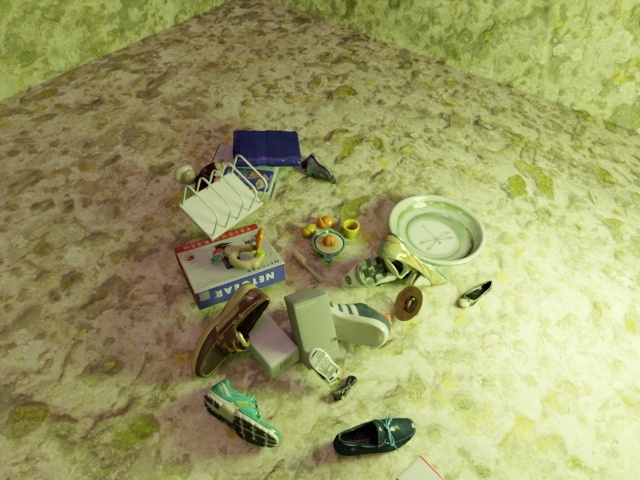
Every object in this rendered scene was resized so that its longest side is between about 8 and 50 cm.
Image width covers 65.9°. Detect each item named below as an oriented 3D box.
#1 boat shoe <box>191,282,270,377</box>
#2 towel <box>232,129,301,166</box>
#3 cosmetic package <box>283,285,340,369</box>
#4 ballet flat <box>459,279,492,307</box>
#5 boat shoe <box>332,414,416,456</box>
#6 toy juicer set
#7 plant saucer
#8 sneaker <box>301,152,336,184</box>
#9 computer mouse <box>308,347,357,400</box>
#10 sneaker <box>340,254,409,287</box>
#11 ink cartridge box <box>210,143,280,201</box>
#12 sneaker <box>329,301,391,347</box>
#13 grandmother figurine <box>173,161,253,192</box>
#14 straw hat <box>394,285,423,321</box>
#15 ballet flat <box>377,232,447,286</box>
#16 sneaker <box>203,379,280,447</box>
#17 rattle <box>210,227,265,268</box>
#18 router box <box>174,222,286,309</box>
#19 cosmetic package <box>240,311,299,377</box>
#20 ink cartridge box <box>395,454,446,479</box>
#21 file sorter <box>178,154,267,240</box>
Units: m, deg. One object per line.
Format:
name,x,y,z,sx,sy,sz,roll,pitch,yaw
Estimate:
boat shoe,-0.280,0.303,1.577,0.123,0.123,0.342,30,80,31
towel,-0.249,-0.416,2.275,0.308,0.076,0.228,-2,53,-8
cosmetic package,-0.026,0.281,1.613,0.127,0.238,0.107,-19,21,-18
ballet flat,0.585,0.199,1.865,0.173,0.049,0.057,-30,55,-28
boat shoe,0.167,0.581,1.455,0.258,0.089,0.109,-14,50,-16
toy juicer set,0.000,0.000,1.978,0.209,0.089,0.329,25,51,17
plant saucer,0.468,-0.025,2.027,0.400,0.100,0.400,3,47,-3
sneaker,-0.013,-0.312,2.290,0.098,0.083,0.224,-35,51,-6
computer mouse,0.027,0.418,1.576,0.193,0.042,0.106,49,59,-11
sneaker,0.210,0.112,1.873,0.330,0.146,0.122,-7,77,-41
ink cartridge box,-0.350,-0.311,2.257,0.307,0.072,0.304,7,49,5
sneaker,0.082,0.267,1.733,0.350,0.131,0.148,17,27,18
grandmother figurine,-0.454,-0.237,2.092,0.342,0.104,0.208,20,88,-1
straw hat,0.338,0.238,1.798,0.061,0.144,0.144,32,38,-31
ballet flat,0.333,0.104,1.824,0.348,0.123,0.123,37,39,-30
sneaker,-0.225,0.513,1.485,0.275,0.107,0.110,30,43,22
rattle,-0.300,0.020,1.741,0.199,0.143,0.130,14,53,14
router box,-0.337,0.086,1.836,0.335,0.082,0.301,-19,38,-21
cosmetic package,-0.187,0.335,1.661,0.117,0.085,0.231,-30,54,-27
ink cartridge box,0.263,0.688,1.265,0.100,0.237,0.172,-30,56,-31
file sorter,-0.367,-0.176,1.904,0.193,0.173,0.277,45,56,7
